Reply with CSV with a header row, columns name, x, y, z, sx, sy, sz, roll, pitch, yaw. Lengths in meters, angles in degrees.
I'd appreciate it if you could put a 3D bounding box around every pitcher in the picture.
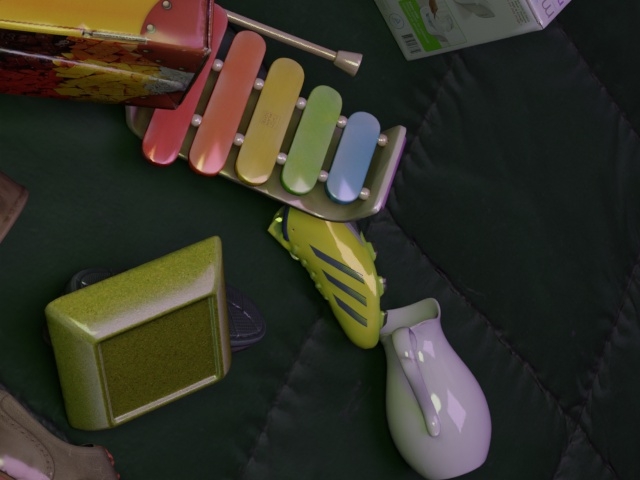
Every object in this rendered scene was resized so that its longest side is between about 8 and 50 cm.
name,x,y,z,sx,sy,sz,roll,pitch,yaw
pitcher,0.130,0.189,1.728,0.178,0.125,0.207,-43,116,-76

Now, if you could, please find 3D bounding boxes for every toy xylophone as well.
name,x,y,z,sx,sy,sz,roll,pitch,yaw
toy xylophone,-0.061,-0.152,1.575,0.323,0.081,0.236,16,67,-14

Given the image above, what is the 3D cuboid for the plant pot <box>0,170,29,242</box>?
name,x,y,z,sx,sy,sz,roll,pitch,yaw
plant pot,-0.411,-0.007,1.183,0.229,0.263,0.263,40,57,-14

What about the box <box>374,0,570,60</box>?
name,x,y,z,sx,sy,sz,roll,pitch,yaw
box,0.160,-0.379,1.776,0.127,0.231,0.262,-48,116,-37

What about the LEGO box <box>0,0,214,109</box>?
name,x,y,z,sx,sy,sz,roll,pitch,yaw
LEGO box,-0.281,-0.394,1.270,0.372,0.193,0.500,5,80,-13

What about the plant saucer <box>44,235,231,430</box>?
name,x,y,z,sx,sy,sz,roll,pitch,yaw
plant saucer,-0.168,0.107,1.415,0.188,0.045,0.188,-22,137,-20

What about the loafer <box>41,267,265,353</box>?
name,x,y,z,sx,sy,sz,roll,pitch,yaw
loafer,-0.177,0.084,1.509,0.267,0.084,0.096,12,46,-46

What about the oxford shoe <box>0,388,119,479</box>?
name,x,y,z,sx,sy,sz,roll,pitch,yaw
oxford shoe,-0.216,0.271,1.405,0.348,0.123,0.130,43,52,-33

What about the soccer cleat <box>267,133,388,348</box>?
name,x,y,z,sx,sy,sz,roll,pitch,yaw
soccer cleat,0.000,-0.001,1.690,0.121,0.093,0.289,-19,104,-13
